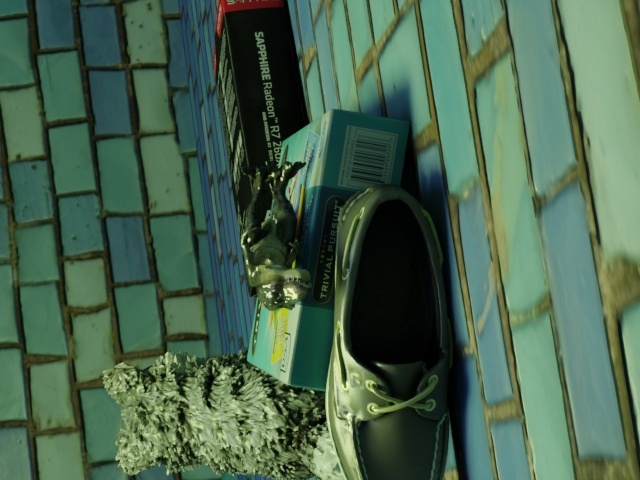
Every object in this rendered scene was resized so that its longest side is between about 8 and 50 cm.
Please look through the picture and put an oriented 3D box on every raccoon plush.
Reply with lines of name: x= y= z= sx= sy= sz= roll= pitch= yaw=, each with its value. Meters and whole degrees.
raccoon plush: x=-0.127 y=0.226 z=1.918 sx=0.446 sy=0.299 sz=0.216 roll=147 pitch=116 yaw=-80

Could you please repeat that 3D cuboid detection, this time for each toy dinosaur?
toy dinosaur: x=-0.047 y=-0.013 z=1.352 sx=0.268 sy=0.064 sz=0.118 roll=-116 pitch=30 yaw=-79

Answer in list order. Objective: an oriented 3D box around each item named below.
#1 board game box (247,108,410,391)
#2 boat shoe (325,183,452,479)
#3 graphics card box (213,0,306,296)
board game box: x=-0.001 y=0.014 z=1.479 sx=0.336 sy=0.079 sz=0.254 roll=172 pitch=108 yaw=-81
boat shoe: x=0.060 y=0.102 z=1.266 sx=0.091 sy=0.109 sz=0.305 roll=160 pitch=108 yaw=-86
graphics card box: x=-0.076 y=-0.134 z=2.003 sx=0.233 sy=0.094 sz=0.371 roll=105 pitch=158 yaw=-66
